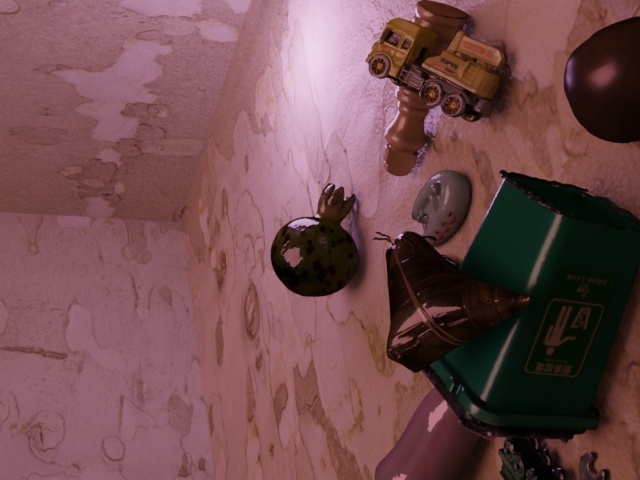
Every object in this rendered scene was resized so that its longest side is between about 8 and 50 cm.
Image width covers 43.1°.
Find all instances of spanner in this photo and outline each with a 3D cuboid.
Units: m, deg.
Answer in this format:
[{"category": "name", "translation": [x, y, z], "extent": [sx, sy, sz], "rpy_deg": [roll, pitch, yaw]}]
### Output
[{"category": "spanner", "translation": [0.414, 0.486, 1.341], "extent": [0.071, 0.017, 0.302], "rpy_deg": [-131, 49, -60]}]

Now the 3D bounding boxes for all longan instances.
[{"category": "longan", "translation": [0.443, -0.233, 1.176], "extent": [0.189, 0.189, 0.189], "rpy_deg": [-177, 90, -68]}]

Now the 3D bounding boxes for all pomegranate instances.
[{"category": "pomegranate", "translation": [0.011, 0.011, 2.172], "extent": [0.306, 0.242, 0.242], "rpy_deg": [-48, 33, 8]}]

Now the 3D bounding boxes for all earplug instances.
[{"category": "earplug", "translation": [0.241, 0.387, 1.615], "extent": [0.301, 0.172, 0.172], "rpy_deg": [-68, 28, 25]}]

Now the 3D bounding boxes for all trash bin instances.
[{"category": "trash bin", "translation": [0.333, 0.098, 1.306], "extent": [0.295, 0.259, 0.381], "rpy_deg": [52, 128, 58]}]

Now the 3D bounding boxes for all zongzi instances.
[{"category": "zongzi", "translation": [0.201, 0.049, 1.225], "extent": [0.241, 0.111, 0.248], "rpy_deg": [-33, 41, 32]}]

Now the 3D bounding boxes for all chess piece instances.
[{"category": "chess piece", "translation": [0.217, -0.323, 1.806], "extent": [0.117, 0.117, 0.397], "rpy_deg": [-119, 37, -53]}]

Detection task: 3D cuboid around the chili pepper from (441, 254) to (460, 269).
[{"category": "chili pepper", "translation": [0.269, 0.074, 1.704], "extent": [0.182, 0.050, 0.073], "rpy_deg": [38, 115, 61]}]

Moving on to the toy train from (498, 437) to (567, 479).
[{"category": "toy train", "translation": [0.362, 0.410, 1.399], "extent": [0.170, 0.071, 0.111], "rpy_deg": [-121, 34, -64]}]

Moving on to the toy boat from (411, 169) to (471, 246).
[{"category": "toy boat", "translation": [0.245, -0.071, 1.746], "extent": [0.208, 0.078, 0.134], "rpy_deg": [125, 145, -55]}]

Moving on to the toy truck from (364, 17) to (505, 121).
[{"category": "toy truck", "translation": [0.235, -0.351, 1.617], "extent": [0.272, 0.124, 0.157], "rpy_deg": [34, 108, 26]}]
